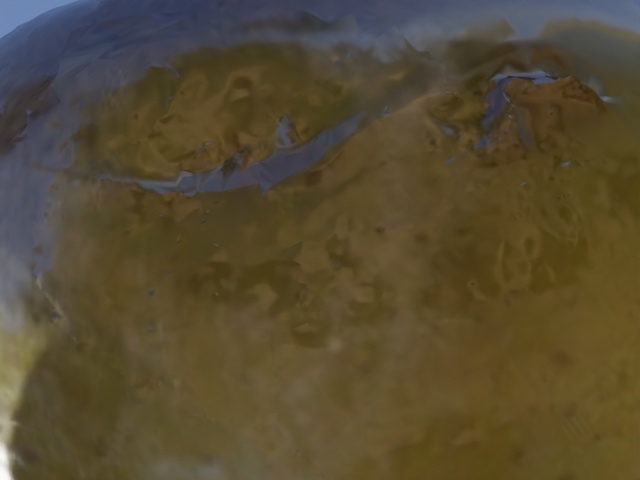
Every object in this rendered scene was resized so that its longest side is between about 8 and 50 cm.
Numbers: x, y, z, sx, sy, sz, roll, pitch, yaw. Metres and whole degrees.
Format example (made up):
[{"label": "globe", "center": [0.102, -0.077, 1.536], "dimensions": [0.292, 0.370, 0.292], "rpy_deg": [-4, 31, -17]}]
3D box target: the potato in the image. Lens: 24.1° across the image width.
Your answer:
[{"label": "potato", "center": [0.000, 0.000, 0.683], "dimensions": [0.319, 0.442, 0.385], "rpy_deg": [59, -158, -47]}]
